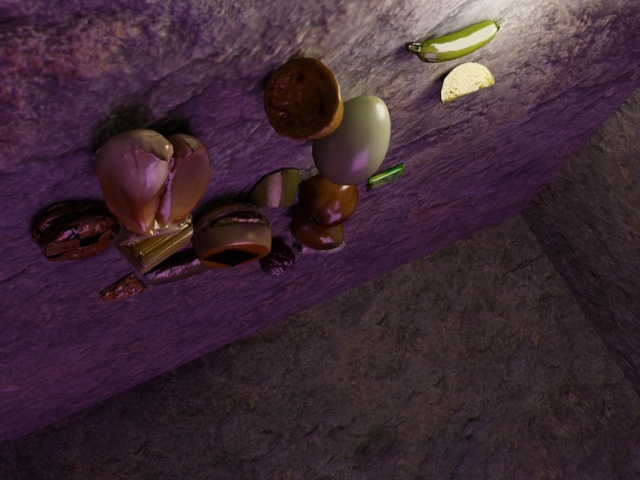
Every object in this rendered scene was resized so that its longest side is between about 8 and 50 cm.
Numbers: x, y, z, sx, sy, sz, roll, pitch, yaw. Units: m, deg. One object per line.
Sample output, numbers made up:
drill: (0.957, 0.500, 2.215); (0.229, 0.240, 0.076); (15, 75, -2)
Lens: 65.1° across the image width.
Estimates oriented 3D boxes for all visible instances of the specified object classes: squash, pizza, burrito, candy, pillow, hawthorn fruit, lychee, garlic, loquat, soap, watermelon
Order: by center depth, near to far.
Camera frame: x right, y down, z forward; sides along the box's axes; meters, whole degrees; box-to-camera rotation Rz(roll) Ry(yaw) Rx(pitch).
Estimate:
garlic: (-0.406, -0.153, 1.235); (0.285, 0.250, 0.313); (1, 131, -22)
squash: (0.383, -0.555, 1.414); (0.318, 0.080, 0.071); (-21, -161, -13)
soap: (-0.475, -0.022, 1.470); (0.232, 0.140, 0.073); (-42, 178, -41)
watermelon: (0.453, -0.516, 1.586); (0.181, 0.092, 0.075); (-18, 148, 2)
squash: (-0.139, -0.164, 1.739); (0.191, 0.085, 0.184); (-14, 158, -37)
hawthorn fruit: (0.050, -0.167, 1.831); (0.248, 0.208, 0.208); (-41, 161, -1)
pizza: (-0.735, 0.177, 1.935); (0.176, 0.036, 0.184); (-39, 158, 32)
pillow: (-0.529, 0.105, 1.952); (0.302, 0.075, 0.185); (-19, 169, -14)
loquat: (-0.011, -0.049, 2.015); (0.227, 0.180, 0.179); (21, 152, -2)
candy: (0.275, -0.263, 2.105); (0.178, 0.032, 0.102); (-24, 165, -10)
lychee: (-0.189, 0.085, 2.207); (0.165, 0.165, 0.197); (-18, -167, -23)
burrito: (0.000, 0.000, 2.284); (0.101, 0.139, 0.445); (-39, 162, 22)

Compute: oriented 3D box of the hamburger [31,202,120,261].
hamburger: (-0.676, -0.019, 1.397); (0.230, 0.107, 0.231); (-31, 162, -11)

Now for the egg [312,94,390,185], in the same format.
egg: (0.097, -0.300, 1.493); (0.218, 0.218, 0.296); (-10, 142, -40)

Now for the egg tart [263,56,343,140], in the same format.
egg tart: (-0.027, -0.348, 1.272); (0.202, 0.203, 0.147); (-33, 174, 19)

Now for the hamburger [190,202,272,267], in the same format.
hamburger: (-0.304, -0.021, 1.748); (0.299, 0.176, 0.300); (-13, 163, -4)
